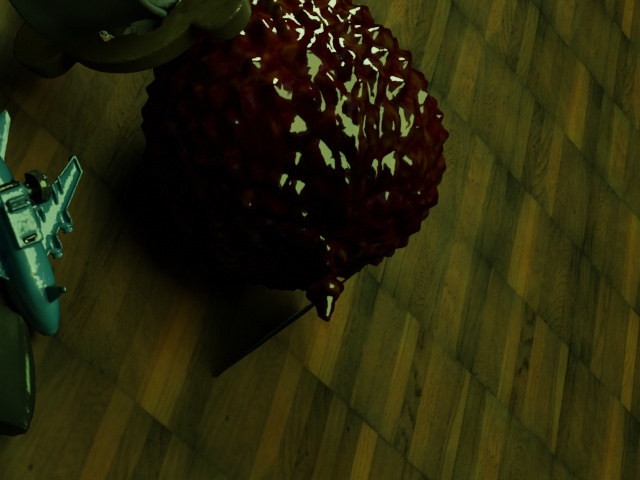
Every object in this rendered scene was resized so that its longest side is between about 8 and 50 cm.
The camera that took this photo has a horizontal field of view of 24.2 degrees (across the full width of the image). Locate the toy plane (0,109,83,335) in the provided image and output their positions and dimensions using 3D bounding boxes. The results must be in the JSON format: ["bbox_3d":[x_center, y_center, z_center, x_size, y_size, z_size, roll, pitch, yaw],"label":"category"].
[{"bbox_3d":[-0.369,-0.015,1.780,0.254,0.105,0.271,-25,87,-40],"label":"toy plane"}]

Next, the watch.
[{"bbox_3d":[-0.271,-0.398,1.794,0.327,0.314,0.335,56,30,-53],"label":"watch"}]

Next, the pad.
[{"bbox_3d":[-0.035,0.107,2.081,0.004,0.163,0.243,53,36,4],"label":"pad"}]

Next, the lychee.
[{"bbox_3d":[-0.030,-0.119,1.992,0.424,0.424,0.500,11,57,-49],"label":"lychee"}]

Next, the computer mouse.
[{"bbox_3d":[-0.429,0.119,1.645,0.295,0.087,0.168,39,36,-51],"label":"computer mouse"}]
